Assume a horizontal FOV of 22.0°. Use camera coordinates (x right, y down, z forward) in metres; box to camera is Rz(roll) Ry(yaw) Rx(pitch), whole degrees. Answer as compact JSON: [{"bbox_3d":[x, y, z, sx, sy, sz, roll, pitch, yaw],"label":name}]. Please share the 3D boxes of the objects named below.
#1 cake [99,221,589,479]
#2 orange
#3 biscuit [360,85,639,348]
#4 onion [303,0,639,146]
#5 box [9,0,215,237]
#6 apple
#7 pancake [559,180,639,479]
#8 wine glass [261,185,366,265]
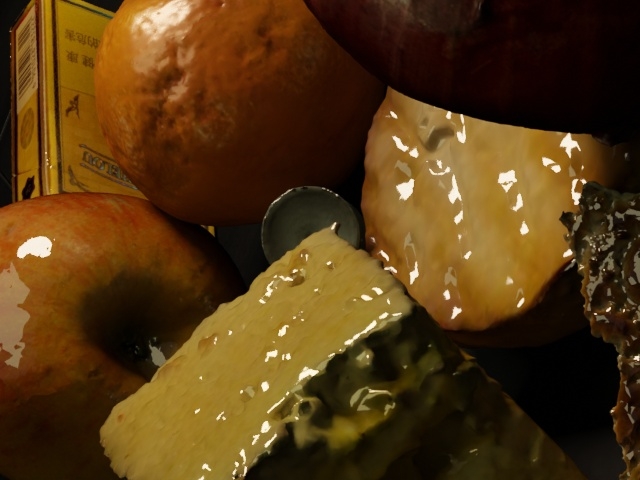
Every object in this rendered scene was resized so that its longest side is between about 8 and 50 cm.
[{"bbox_3d":[0.038,0.175,1.084,0.222,0.286,0.227,-43,23,-3],"label":"cake"},{"bbox_3d":[-0.068,-0.138,1.442,0.261,0.261,0.261,-34,48,47],"label":"orange"},{"bbox_3d":[0.150,-0.061,1.188,0.296,0.102,0.296,-27,54,44],"label":"biscuit"},{"bbox_3d":[0.141,-0.214,0.974,0.341,0.341,0.341,-34,48,47],"label":"onion"},{"bbox_3d":[-0.220,-0.109,1.722,0.084,0.193,0.301,-46,39,38],"label":"box"},{"bbox_3d":[-0.194,0.086,1.488,0.301,0.301,0.301,-34,48,47],"label":"apple"},{"bbox_3d":[0.215,0.068,0.988,0.244,0.057,0.266,47,115,28],"label":"pancake"},{"bbox_3d":[0.000,0.000,1.335,0.195,0.079,0.079,36,-109,-84],"label":"wine glass"}]
